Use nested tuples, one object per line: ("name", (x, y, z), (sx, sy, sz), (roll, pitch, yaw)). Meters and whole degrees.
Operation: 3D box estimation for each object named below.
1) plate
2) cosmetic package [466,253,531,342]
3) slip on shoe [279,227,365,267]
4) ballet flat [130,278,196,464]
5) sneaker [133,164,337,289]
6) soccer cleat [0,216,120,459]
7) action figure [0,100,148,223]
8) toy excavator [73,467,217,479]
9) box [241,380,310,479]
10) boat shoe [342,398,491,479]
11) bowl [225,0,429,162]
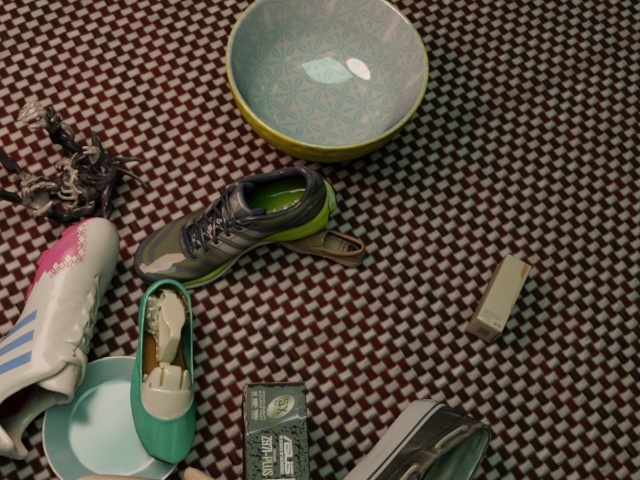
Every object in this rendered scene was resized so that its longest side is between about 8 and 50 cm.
("plate", (-0.263, 0.243, 1.156), (0.188, 0.024, 0.188), (2, 65, -5))
("cosmetic package", (0.255, 0.083, 1.271), (0.041, 0.060, 0.115), (29, 67, 5))
("slip on shoe", (0.000, 0.000, 1.286), (0.135, 0.041, 0.051), (22, 65, 3))
("ballet flat", (-0.200, 0.157, 1.140), (0.083, 0.087, 0.247), (2, 59, -17))
("sneaker", (-0.125, -0.030, 1.227), (0.300, 0.121, 0.111), (-27, 70, -3))
("soccer cleat", (-0.333, 0.127, 1.141), (0.143, 0.116, 0.331), (22, 71, 28))
("action figure", (-0.385, -0.092, 1.229), (0.276, 0.141, 0.164), (-12, 67, -8))
("toy excavator", (-0.353, 0.365, 0.954), (0.433, 0.222, 0.445), (43, 73, -21))
("box", (-0.057, 0.279, 1.097), (0.078, 0.147, 0.180), (-1, 65, -7))
("boat shoe", (0.101, 0.315, 1.062), (0.119, 0.121, 0.335), (3, 39, 37))
("bowl", (0.004, -0.223, 1.323), (0.289, 0.156, 0.289), (2, 65, -5))
